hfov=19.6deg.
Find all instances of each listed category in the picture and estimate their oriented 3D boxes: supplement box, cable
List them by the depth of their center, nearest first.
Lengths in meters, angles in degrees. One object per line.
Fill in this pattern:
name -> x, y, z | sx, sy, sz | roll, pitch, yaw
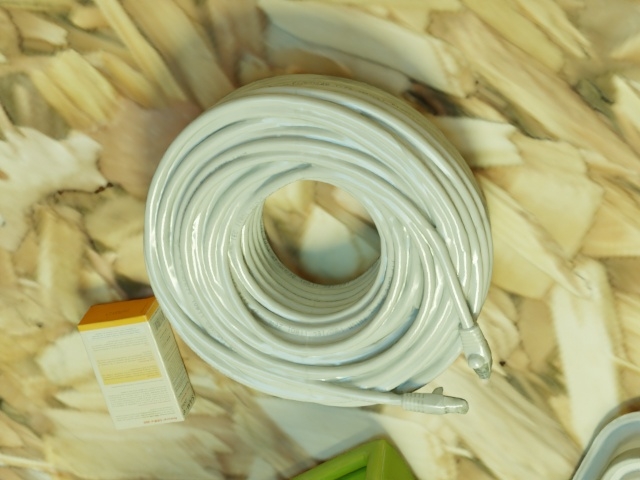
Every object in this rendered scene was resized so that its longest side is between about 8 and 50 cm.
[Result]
cable -> 0.000, 0.000, 1.351 | 0.257, 0.089, 0.257 | 1, 115, 15
supplement box -> -0.145, 0.097, 1.467 | 0.062, 0.036, 0.098 | -9, 113, 19

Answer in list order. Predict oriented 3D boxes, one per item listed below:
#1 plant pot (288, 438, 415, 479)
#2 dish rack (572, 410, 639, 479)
plant pot -> 0.008, 0.331, 1.444 | 0.227, 0.228, 0.207 | -29, 112, 25
dish rack -> 0.316, 0.310, 1.408 | 0.333, 0.072, 0.285 | 27, 121, 8
